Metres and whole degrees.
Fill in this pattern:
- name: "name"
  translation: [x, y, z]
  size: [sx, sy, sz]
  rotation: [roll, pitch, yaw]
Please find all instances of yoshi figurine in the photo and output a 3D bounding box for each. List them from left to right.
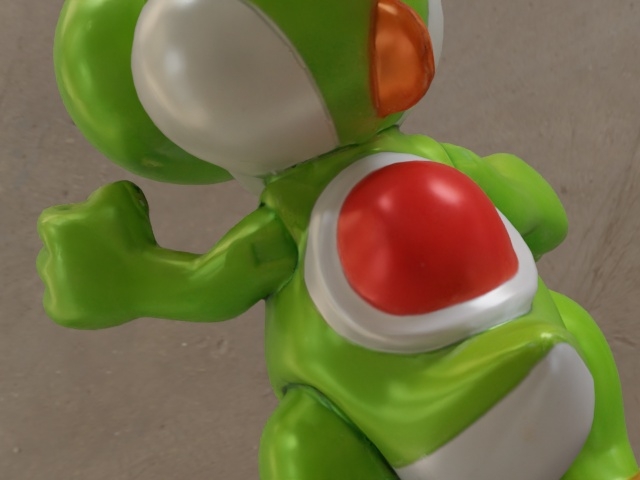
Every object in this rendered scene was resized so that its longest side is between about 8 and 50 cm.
- name: "yoshi figurine"
  translation: [-0.002, 0.002, 0.446]
  size: [0.203, 0.203, 0.362]
  rotation: [-22, 88, 22]
